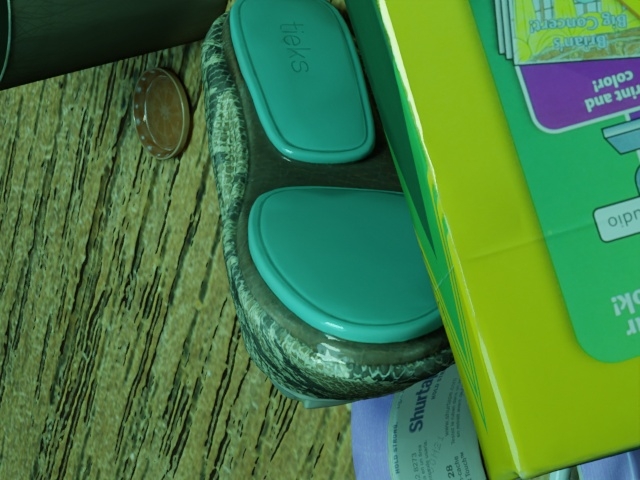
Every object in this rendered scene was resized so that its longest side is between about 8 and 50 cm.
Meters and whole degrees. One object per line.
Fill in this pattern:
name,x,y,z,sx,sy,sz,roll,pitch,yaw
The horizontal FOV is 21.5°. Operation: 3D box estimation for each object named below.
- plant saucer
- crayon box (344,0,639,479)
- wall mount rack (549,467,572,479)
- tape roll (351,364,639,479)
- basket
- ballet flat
plant saucer,-0.142,-0.115,1.515,0.083,0.013,0.083,14,109,49
crayon box,0.213,-0.083,0.802,0.106,0.362,0.313,106,148,-81
wall mount rack,0.299,0.204,0.927,0.350,0.130,0.304,7,99,44
tape roll,0.141,0.152,1.155,0.274,0.090,0.275,13,107,49
basket,-0.203,-0.223,1.397,0.154,0.227,0.204,-47,62,45
ballet flat,0.000,0.000,1.162,0.483,0.164,0.182,-108,22,-55
